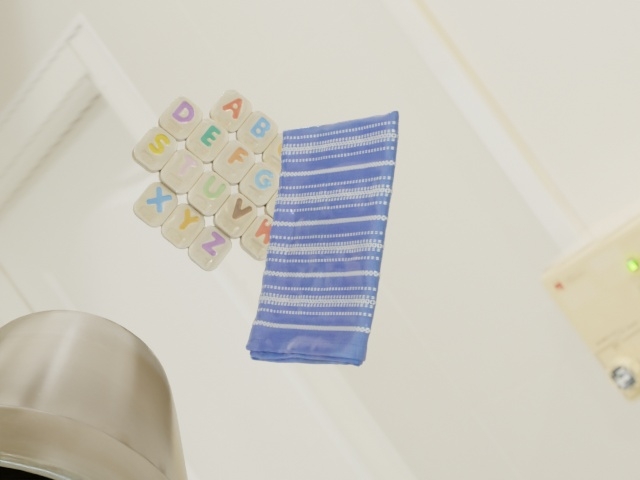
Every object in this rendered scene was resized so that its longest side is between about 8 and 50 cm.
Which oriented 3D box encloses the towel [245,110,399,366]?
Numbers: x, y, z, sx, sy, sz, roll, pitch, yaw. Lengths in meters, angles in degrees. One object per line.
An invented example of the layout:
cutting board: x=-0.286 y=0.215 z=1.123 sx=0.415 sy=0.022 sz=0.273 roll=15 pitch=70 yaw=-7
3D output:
towel: x=0.000 y=0.000 z=1.649 sx=0.040 sy=0.336 sz=0.243 roll=15 pitch=-11 yaw=-36

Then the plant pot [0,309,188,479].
plant pot: x=-0.243 y=0.213 z=1.053 sx=0.323 sy=0.323 sz=0.280 roll=-36 pitch=24 yaw=21

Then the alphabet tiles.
alphabet tiles: x=-0.163 y=-0.102 z=2.028 sx=0.278 sy=0.284 sz=0.021 roll=-52 pitch=6 yaw=-20
